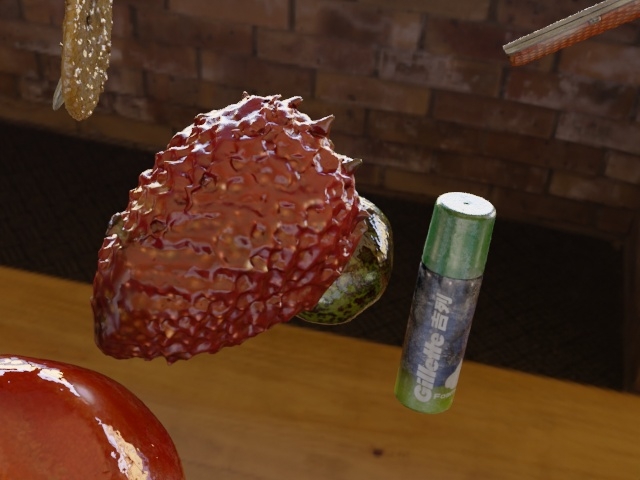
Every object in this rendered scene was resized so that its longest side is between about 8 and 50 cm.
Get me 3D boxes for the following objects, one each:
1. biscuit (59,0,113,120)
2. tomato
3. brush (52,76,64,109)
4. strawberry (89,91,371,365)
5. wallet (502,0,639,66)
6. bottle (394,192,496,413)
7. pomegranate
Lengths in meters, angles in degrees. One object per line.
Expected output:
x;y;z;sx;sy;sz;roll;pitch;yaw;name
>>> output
-0.283;-0.252;1.177;0.033;0.220;0.220;7;41;-3;biscuit
-0.298;0.270;0.926;0.325;0.293;0.290;-42;73;7;tomato
-0.399;-0.351;1.642;0.042;0.299;0.039;37;21;28;brush
-0.121;-0.013;1.130;0.292;0.292;0.343;31;47;28;strawberry
0.295;-0.237;1.054;0.196;0.020;0.103;-22;-4;13;wallet
0.180;0.095;1.417;0.093;0.330;0.093;7;26;-3;bottle
-0.014;0.011;1.484;0.276;0.204;0.222;19;26;-48;pomegranate
